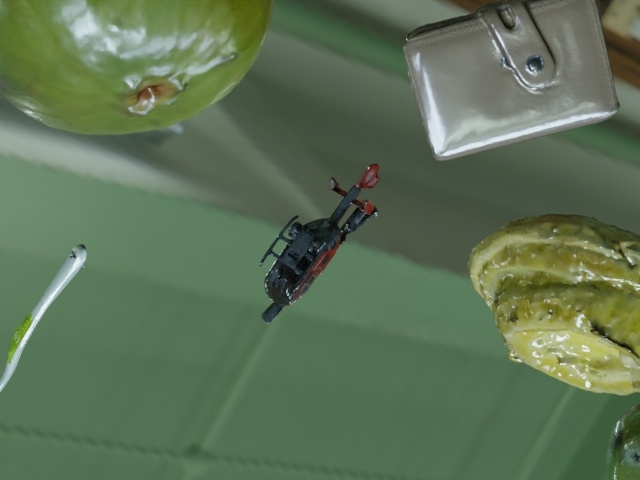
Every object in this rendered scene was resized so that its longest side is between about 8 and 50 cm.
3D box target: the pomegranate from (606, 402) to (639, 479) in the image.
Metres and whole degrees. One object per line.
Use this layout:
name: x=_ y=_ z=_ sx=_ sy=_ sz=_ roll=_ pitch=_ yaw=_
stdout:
pomegranate: x=0.432 y=0.238 z=2.167 sx=0.187 sy=0.225 sz=0.187 roll=-5 pitch=-173 yaw=1

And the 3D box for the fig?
fig: x=-0.203 y=-0.259 z=1.691 sx=0.316 sy=0.316 sz=0.316 roll=28 pitch=-167 yaw=-7

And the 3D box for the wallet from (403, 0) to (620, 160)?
wallet: x=0.146 y=-0.128 z=1.371 sx=0.153 sy=0.118 sz=0.039 roll=-14 pitch=-159 yaw=8

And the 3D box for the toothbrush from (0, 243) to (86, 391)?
toothbrush: x=-0.317 y=0.101 z=1.950 sx=0.026 sy=0.263 sz=0.022 roll=15 pitch=-147 yaw=-39

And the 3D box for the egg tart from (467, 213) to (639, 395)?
egg tart: x=0.289 y=0.086 z=1.919 sx=0.290 sy=0.115 sz=0.290 roll=19 pitch=154 yaw=10

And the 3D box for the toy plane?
toy plane: x=0.000 y=0.000 z=1.339 sx=0.037 sy=0.145 sz=0.060 roll=34 pitch=173 yaw=22
